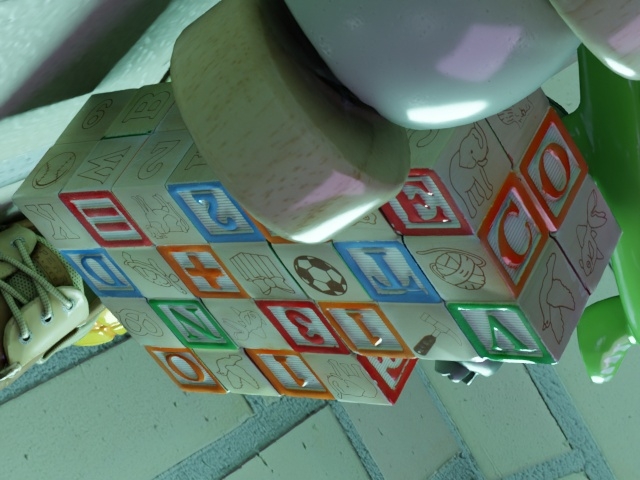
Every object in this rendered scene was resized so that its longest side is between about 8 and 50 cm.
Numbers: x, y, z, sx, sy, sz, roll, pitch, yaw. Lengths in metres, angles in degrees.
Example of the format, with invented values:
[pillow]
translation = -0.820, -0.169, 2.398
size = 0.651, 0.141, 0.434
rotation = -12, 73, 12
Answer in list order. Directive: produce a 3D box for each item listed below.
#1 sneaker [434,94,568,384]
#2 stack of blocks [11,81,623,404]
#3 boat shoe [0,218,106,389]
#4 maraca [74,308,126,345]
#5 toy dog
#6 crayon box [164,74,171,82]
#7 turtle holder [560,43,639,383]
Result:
[sneaker]
translation = 0.100, -0.027, 0.952
size = 0.135, 0.097, 0.276
rotation = -47, -161, 28
[stack of blocks]
translation = 0.000, 0.000, 0.792
size = 0.297, 0.171, 0.087
rotation = -2, -134, 43
[boat shoe]
translation = -0.232, 0.040, 1.102
size = 0.120, 0.122, 0.324
rotation = -36, -177, 26
[maraca]
translation = -0.187, 0.018, 1.344
size = 0.186, 0.099, 0.127
rotation = -59, 167, 24
[toy dog]
translation = 0.035, -0.133, 0.531
size = 0.220, 0.161, 0.334
rotation = -33, -167, 5
[crayon box]
translation = 0.047, -0.133, 1.010
size = 0.323, 0.083, 0.203
rotation = -28, 178, -22
[turtle holder]
translation = 0.242, -0.082, 0.836
size = 0.227, 0.320, 0.243
rotation = -7, -163, 20
